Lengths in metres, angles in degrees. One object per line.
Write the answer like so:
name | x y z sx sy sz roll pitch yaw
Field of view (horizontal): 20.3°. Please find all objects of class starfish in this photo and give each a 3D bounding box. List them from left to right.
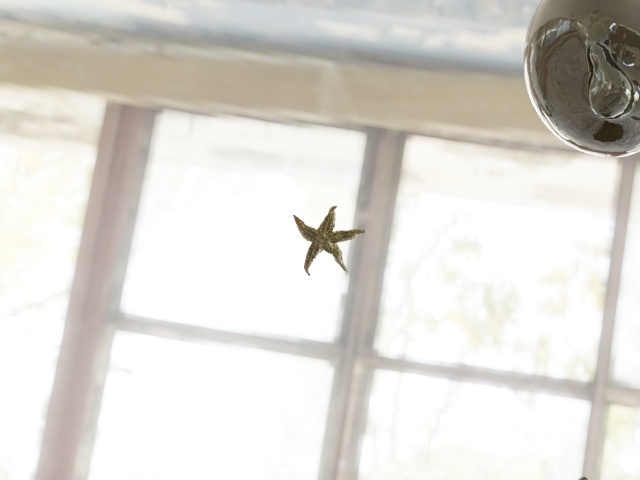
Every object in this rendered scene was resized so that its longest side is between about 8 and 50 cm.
starfish | 0.000 0.000 1.910 0.086 0.092 0.016 20 27 -19

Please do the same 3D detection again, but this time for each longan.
longan | 0.275 -0.168 1.724 0.159 0.185 0.204 -19 20 14

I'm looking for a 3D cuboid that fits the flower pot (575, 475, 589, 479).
flower pot | 0.237 0.383 1.814 0.239 0.209 0.189 39 -58 -10
